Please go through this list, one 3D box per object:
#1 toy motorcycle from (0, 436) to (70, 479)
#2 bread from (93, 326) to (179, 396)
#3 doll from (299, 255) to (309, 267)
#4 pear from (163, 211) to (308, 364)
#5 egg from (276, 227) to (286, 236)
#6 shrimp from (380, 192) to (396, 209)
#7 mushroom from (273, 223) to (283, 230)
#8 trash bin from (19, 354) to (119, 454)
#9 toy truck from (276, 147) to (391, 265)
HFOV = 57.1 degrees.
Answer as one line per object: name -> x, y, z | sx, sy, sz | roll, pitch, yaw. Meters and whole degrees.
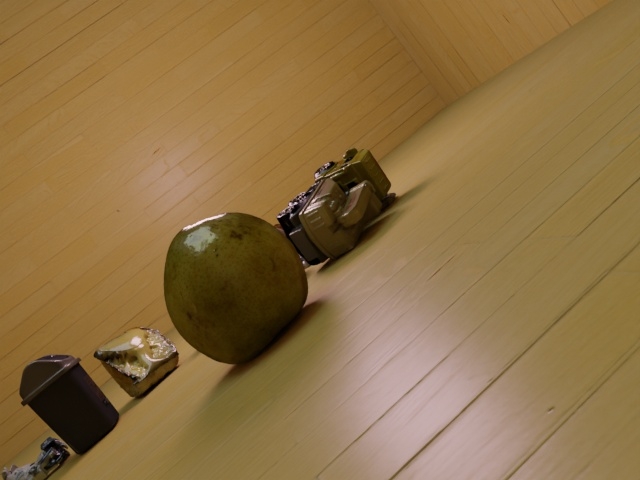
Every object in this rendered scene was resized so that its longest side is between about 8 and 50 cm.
toy motorcycle -> -0.858, 0.683, 1.758 | 0.221, 0.102, 0.150 | -44, 28, -20
bread -> -0.579, 0.397, 1.927 | 0.262, 0.162, 0.204 | 25, 51, 35
doll -> -0.100, 0.084, 1.889 | 0.114, 0.057, 0.227 | -43, 10, -8
pear -> -0.181, 0.087, 1.215 | 0.304, 0.304, 0.304 | -38, 6, 4
egg -> -0.198, 0.052, 2.070 | 0.245, 0.203, 0.203 | -26, 10, 22
shrimp -> 0.182, -0.114, 1.821 | 0.091, 0.034, 0.161 | -38, 13, -23
mushroom -> -0.201, 0.044, 2.421 | 0.253, 0.153, 0.253 | -47, 8, 9
trash bin -> -0.734, 0.460, 1.709 | 0.182, 0.290, 0.209 | -40, 5, -16
toy truck -> 0.059, -0.106, 1.639 | 0.254, 0.180, 0.405 | -22, 20, 34
